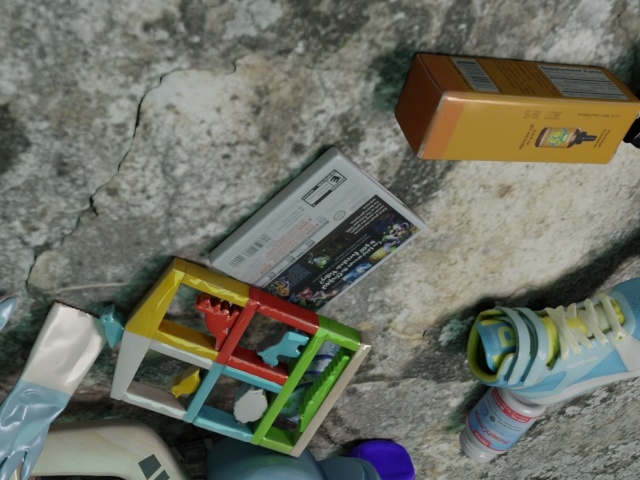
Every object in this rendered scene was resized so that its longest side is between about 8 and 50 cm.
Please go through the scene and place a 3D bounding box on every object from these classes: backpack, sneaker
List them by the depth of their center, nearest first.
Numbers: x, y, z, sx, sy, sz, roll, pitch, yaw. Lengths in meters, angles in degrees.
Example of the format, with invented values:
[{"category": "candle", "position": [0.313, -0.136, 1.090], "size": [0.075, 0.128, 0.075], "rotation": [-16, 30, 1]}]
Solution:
[{"category": "backpack", "position": [-0.019, 0.181, 0.923], "size": [0.114, 0.084, 0.105], "rotation": [-33, 137, 9]}, {"category": "sneaker", "position": [0.336, 0.126, 0.946], "size": [0.208, 0.127, 0.319], "rotation": [18, 135, -33]}]

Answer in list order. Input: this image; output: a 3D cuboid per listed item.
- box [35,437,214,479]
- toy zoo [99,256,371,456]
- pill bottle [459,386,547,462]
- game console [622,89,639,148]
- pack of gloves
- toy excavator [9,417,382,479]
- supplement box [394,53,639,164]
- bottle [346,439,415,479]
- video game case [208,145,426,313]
[{"category": "box", "position": [-0.304, 0.419, 1.056], "size": [0.308, 0.076, 0.242], "rotation": [-7, 134, -15]}, {"category": "toy zoo", "position": [-0.113, 0.137, 0.818], "size": [0.293, 0.030, 0.192], "rotation": [24, 112, -17]}, {"category": "pill bottle", "position": [0.293, 0.292, 1.147], "size": [0.087, 0.087, 0.160], "rotation": [6, 130, -25]}, {"category": "game console", "position": [0.380, -0.147, 0.752], "size": [0.107, 0.071, 0.122], "rotation": [22, 119, -36]}, {"category": "pack of gloves", "position": [-0.362, 0.155, 0.752], "size": [0.195, 0.046, 0.232], "rotation": [33, 83, -44]}, {"category": "toy excavator", "position": [-0.151, 0.340, 0.900], "size": [0.433, 0.222, 0.445], "rotation": [-29, 97, -6]}, {"category": "supplement box", "position": [0.199, -0.129, 0.703], "size": [0.234, 0.080, 0.078], "rotation": [1, 134, -19]}, {"category": "bottle", "position": [0.056, 0.459, 1.220], "size": [0.118, 0.092, 0.282], "rotation": [7, 130, -25]}, {"category": "video game case", "position": [0.000, 0.000, 0.796], "size": [0.190, 0.022, 0.173], "rotation": [-40, 133, 18]}]
